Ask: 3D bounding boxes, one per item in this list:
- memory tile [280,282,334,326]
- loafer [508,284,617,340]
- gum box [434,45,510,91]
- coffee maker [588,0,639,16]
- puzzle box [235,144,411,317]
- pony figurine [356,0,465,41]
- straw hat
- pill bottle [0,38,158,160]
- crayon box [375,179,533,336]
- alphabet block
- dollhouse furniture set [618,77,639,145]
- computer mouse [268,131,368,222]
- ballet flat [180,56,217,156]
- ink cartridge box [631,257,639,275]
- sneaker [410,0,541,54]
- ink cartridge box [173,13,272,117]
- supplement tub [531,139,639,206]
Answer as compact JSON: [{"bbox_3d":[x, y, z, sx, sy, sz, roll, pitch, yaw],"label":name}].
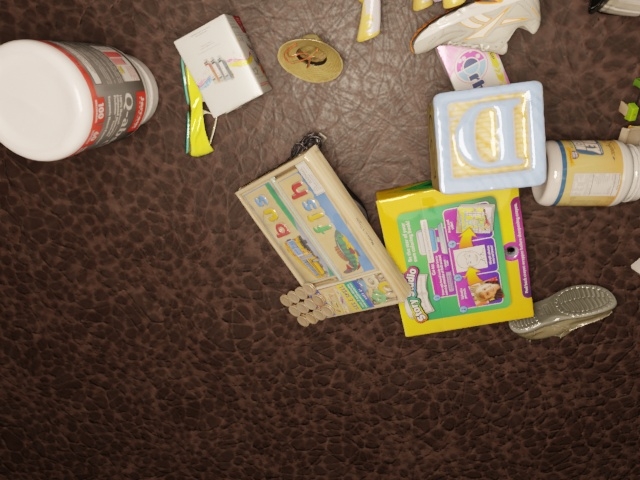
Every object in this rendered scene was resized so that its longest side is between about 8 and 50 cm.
[{"bbox_3d":[-0.036,0.169,1.319,0.113,0.012,0.148,50,137,-9],"label":"memory tile"},{"bbox_3d":[0.603,0.186,1.265,0.251,0.094,0.087,-20,132,22],"label":"loafer"},{"bbox_3d":[0.327,-0.371,1.089,0.107,0.062,0.189,-25,106,14],"label":"gum box"},{"bbox_3d":[0.641,-0.509,0.976,0.178,0.120,0.171,14,110,0],"label":"coffee maker"},{"bbox_3d":[0.000,0.000,1.199,0.272,0.052,0.409,-20,111,45],"label":"puzzle box"},{"bbox_3d":[0.155,-0.608,0.933,0.350,0.303,0.364,-13,123,20],"label":"pony figurine"},{"bbox_3d":[-0.018,-0.415,1.107,0.144,0.144,0.061,7,69,3],"label":"straw hat"},{"bbox_3d":[-0.486,-0.297,1.040,0.210,0.363,0.211,2,110,6],"label":"pill bottle"},{"bbox_3d":[0.321,0.031,1.218,0.312,0.106,0.363,-11,108,11],"label":"crayon box"},{"bbox_3d":[0.318,-0.195,0.999,0.193,0.197,0.193,-3,97,9],"label":"alphabet block"},{"bbox_3d":[0.697,-0.273,1.110,0.076,0.059,0.152,-7,129,1],"label":"dollhouse furniture set"},{"bbox_3d":[0.016,-0.111,1.218,0.188,0.072,0.272,-41,92,26],"label":"computer mouse"},{"bbox_3d":[-0.281,-0.310,1.178,0.077,0.077,0.231,-4,114,-15],"label":"ballet flat"},{"bbox_3d":[0.833,0.055,1.199,0.099,0.056,0.135,38,109,-9],"label":"ink cartridge box"},{"bbox_3d":[0.310,-0.409,0.994,0.262,0.099,0.121,-21,110,11],"label":"sneaker"},{"bbox_3d":[-0.205,-0.379,1.107,0.127,0.128,0.176,-22,108,13],"label":"ink cartridge box"},{"bbox_3d":[0.581,-0.147,1.103,0.199,0.144,0.145,0,110,5],"label":"supplement tub"}]
